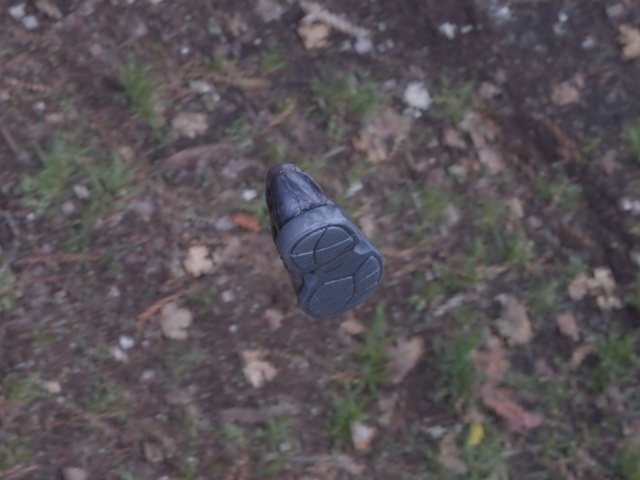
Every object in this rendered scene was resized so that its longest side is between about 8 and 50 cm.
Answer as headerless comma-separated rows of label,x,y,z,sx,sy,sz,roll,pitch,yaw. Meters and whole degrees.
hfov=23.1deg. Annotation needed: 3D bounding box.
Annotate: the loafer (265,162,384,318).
loafer,0.000,0.000,1.726,0.095,0.109,0.302,63,-1,20
